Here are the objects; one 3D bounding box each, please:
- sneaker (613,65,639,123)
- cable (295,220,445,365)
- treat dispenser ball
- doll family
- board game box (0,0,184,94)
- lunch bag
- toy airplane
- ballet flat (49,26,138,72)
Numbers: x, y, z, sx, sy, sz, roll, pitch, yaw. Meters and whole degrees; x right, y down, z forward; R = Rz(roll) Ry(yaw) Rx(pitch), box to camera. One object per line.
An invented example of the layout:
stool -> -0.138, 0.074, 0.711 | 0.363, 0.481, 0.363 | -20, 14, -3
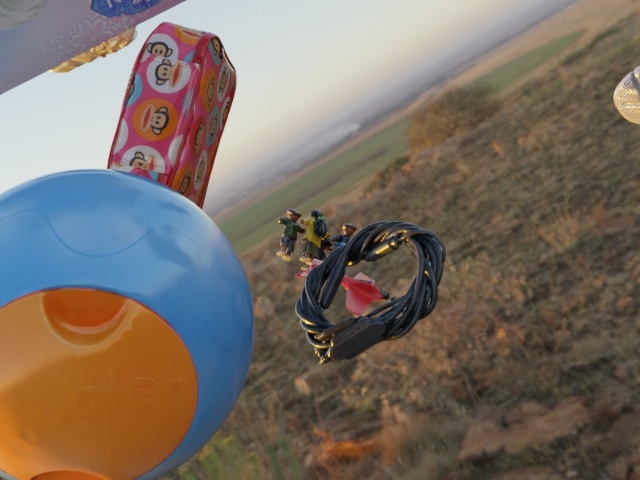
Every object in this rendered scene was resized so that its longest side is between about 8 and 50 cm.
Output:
sneaker -> 0.668, -0.309, 1.342 | 0.180, 0.125, 0.321 | -43, 12, -37
cable -> 0.056, 0.047, 0.852 | 0.184, 0.047, 0.151 | -37, 35, 19
treat dispenser ball -> -0.203, 0.080, 0.712 | 0.288, 0.288, 0.288 | -30, 8, 4
doll family -> 0.000, 0.000, 1.475 | 0.076, 0.193, 0.112 | -3, 66, 35
board game box -> -0.288, -0.309, 0.707 | 0.318, 0.318, 0.066 | -34, 48, -18
lunch bag -> -0.223, -0.165, 1.232 | 0.258, 0.120, 0.293 | 68, -144, -82
toy airplane -> 0.038, 0.061, 1.152 | 0.151, 0.151, 0.028 | -52, -22, -69
ballet flat -> -0.506, -0.380, 1.452 | 0.408, 0.147, 0.147 | 19, 33, 23
